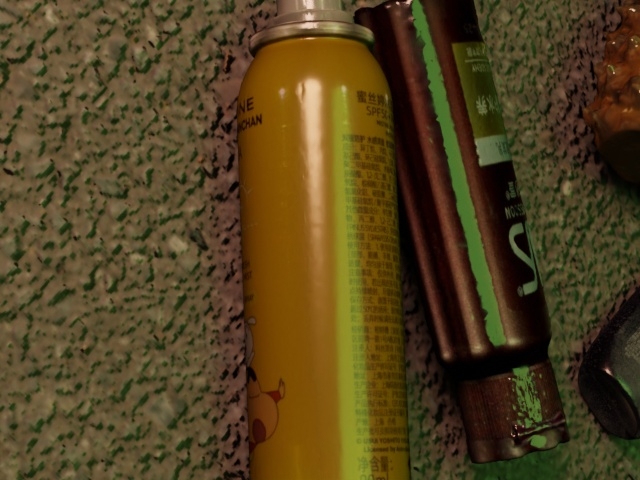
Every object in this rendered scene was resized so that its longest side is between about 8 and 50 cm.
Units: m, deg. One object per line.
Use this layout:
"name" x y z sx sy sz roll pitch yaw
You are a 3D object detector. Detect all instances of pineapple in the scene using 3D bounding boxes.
"pineapple" 0.310 -0.202 1.332 0.169 0.169 0.340 29 62 -30

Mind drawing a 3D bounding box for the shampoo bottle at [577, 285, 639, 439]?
"shampoo bottle" 0.288 0.059 1.328 0.234 0.049 0.087 -43 105 -35

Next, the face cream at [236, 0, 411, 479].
"face cream" 0.000 0.000 1.087 0.105 0.105 0.348 5 79 -37

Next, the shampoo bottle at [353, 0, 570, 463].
"shampoo bottle" 0.103 -0.009 1.171 0.129 0.084 0.323 -10 86 -68
